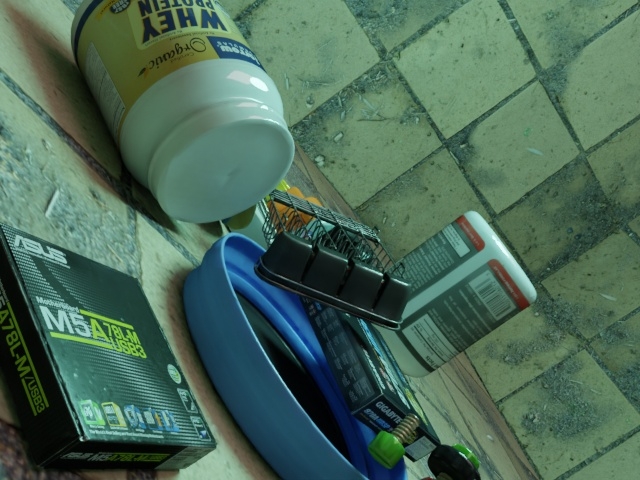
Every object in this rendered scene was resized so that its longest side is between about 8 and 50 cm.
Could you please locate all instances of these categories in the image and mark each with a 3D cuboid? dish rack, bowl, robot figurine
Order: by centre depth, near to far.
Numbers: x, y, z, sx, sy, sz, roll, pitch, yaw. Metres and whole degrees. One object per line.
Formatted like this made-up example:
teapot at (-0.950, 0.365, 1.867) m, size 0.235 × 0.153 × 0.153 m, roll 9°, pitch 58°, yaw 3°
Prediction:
bowl at (-0.032, 0.168, 0.978) m, size 0.391 × 0.077 × 0.391 m, roll 53°, pitch 8°, yaw -11°
dish rack at (0.008, 0.009, 1.067) m, size 0.208 × 0.074 × 0.271 m, roll 23°, pitch 15°, yaw -17°
robot figurine at (-0.023, 0.002, 1.527) m, size 0.219 × 0.158 × 0.128 m, roll 55°, pitch 31°, yaw 12°

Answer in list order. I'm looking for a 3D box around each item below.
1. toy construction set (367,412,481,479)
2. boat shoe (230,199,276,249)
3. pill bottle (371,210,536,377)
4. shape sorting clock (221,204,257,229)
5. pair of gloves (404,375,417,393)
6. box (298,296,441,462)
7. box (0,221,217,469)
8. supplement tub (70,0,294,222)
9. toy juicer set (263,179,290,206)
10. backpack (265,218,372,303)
toy construction set at (0.137, 0.398, 0.787) m, size 0.257 × 0.237 × 0.309 m, roll 21°, pitch -37°, yaw 44°
boat shoe at (-0.133, -0.053, 1.330) m, size 0.219 × 0.078 × 0.070 m, roll 66°, pitch 12°, yaw 18°
pill bottle at (0.201, 0.126, 1.452) m, size 0.210 × 0.363 × 0.210 m, roll 52°, pitch 9°, yaw -12°
shape sorting clock at (-0.147, -0.119, 1.230) m, size 0.206 × 0.040 × 0.206 m, roll 39°, pitch -44°, yaw 51°
pair of gloves at (0.125, 0.234, 1.721) m, size 0.240 × 0.042 × 0.204 m, roll 60°, pitch 7°, yaw 25°
box at (0.065, 0.175, 1.046) m, size 0.175 × 0.051 × 0.220 m, roll 46°, pitch 11°, yaw -42°
box at (-0.175, 0.089, 0.603) m, size 0.184 × 0.045 × 0.191 m, roll 61°, pitch 10°, yaw 25°
supplement tub at (-0.190, -0.202, 1.061) m, size 0.316 × 0.228 × 0.228 m, roll 58°, pitch 9°, yaw 28°
toy juicer set at (0.000, 0.000, 1.792) m, size 0.329 × 0.089 × 0.209 m, roll 46°, pitch 11°, yaw -46°
backpack at (-0.003, 0.058, 1.271) m, size 0.144 × 0.166 × 0.188 m, roll 51°, pitch -12°, yaw 29°
